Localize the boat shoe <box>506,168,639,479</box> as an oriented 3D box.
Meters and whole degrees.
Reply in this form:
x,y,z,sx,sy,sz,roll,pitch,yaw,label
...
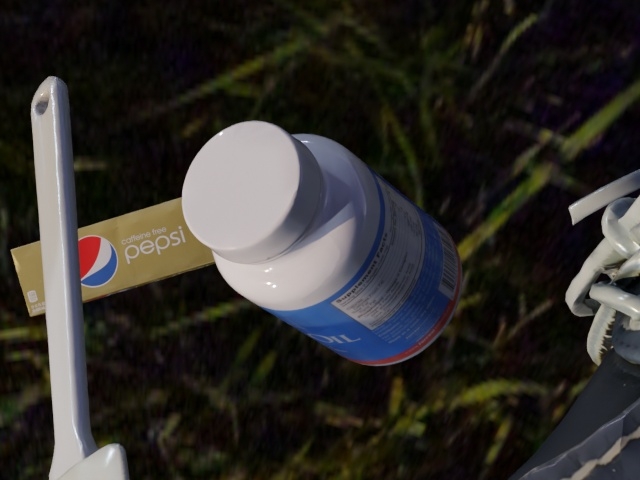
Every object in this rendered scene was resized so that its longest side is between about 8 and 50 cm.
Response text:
x,y,z,sx,sy,sz,roll,pitch,yaw,label
0.096,0.015,0.360,0.254,0.095,0.079,-30,80,-12,boat shoe

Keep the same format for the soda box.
x,y,z,sx,sy,sz,roll,pitch,yaw,label
-0.147,0.008,1.466,0.181,0.061,0.058,-17,89,8,soda box

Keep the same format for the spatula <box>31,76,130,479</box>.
x,y,z,sx,sy,sz,roll,pitch,yaw,label
-0.121,0.073,0.614,0.019,0.168,0.242,19,45,-35,spatula

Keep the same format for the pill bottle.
x,y,z,sx,sy,sz,roll,pitch,yaw,label
0.000,0.000,1.277,0.124,0.221,0.124,-12,64,27,pill bottle
